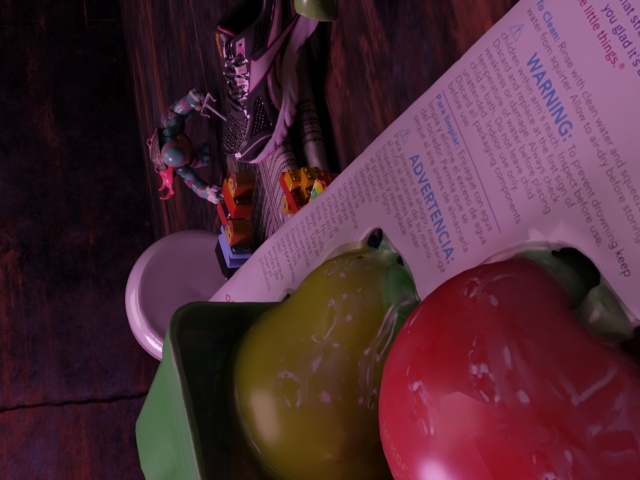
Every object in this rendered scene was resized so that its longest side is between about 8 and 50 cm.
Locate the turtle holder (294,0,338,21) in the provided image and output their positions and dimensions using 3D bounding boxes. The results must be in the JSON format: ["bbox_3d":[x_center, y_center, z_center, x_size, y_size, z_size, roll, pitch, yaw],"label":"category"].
[{"bbox_3d":[-0.065,-0.267,0.524,0.320,0.243,0.227,-105,32,-61],"label":"turtle holder"}]

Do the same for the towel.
[{"bbox_3d":[-0.036,-0.026,0.907,0.312,0.056,0.324,109,148,-65],"label":"towel"}]

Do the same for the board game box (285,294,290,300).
[{"bbox_3d":[-0.004,0.116,0.748,0.186,0.026,0.126,40,150,52],"label":"board game box"}]

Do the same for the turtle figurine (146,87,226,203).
[{"bbox_3d":[-0.205,-0.145,1.353,0.234,0.118,0.175,-126,32,-72],"label":"turtle figurine"}]

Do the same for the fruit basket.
[{"bbox_3d":[0.062,0.105,0.385,0.353,0.165,0.327,-38,57,37],"label":"fruit basket"}]

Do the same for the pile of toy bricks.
[{"bbox_3d":[0.000,0.000,0.636,0.105,0.118,0.212,111,145,-41],"label":"pile of toy bricks"}]

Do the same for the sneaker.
[{"bbox_3d":[-0.060,-0.155,0.744,0.072,0.077,0.178,33,114,45],"label":"sneaker"}]

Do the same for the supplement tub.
[{"bbox_3d":[-0.137,0.066,0.959,0.200,0.144,0.144,147,115,-77],"label":"supplement tub"}]
